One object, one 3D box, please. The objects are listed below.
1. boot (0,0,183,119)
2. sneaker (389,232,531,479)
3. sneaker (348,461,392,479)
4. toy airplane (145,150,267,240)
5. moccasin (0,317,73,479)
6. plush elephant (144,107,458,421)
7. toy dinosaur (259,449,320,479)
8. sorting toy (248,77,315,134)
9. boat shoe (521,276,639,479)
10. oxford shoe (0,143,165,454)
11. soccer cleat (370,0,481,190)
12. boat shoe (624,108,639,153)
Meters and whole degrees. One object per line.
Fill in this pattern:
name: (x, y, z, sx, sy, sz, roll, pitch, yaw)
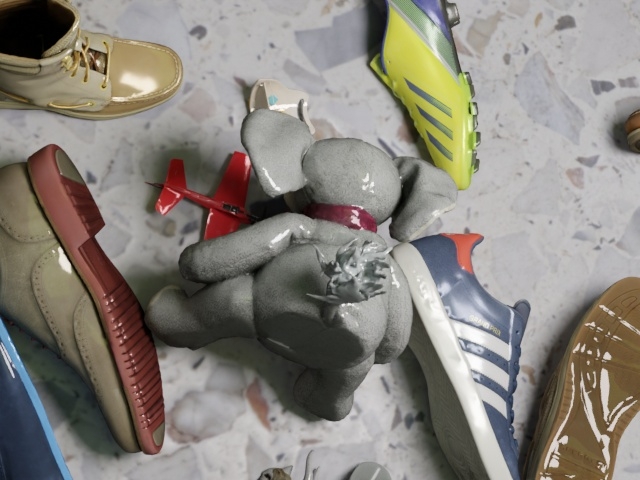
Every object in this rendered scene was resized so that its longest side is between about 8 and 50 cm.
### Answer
boot: (-0.258, -0.199, 1.219, 0.262, 0.203, 0.095, 1, 81, -19)
sneaker: (0.200, 0.151, 1.370, 0.148, 0.131, 0.350, -19, 88, -18)
sneaker: (0.051, 0.324, 1.317, 0.054, 0.061, 0.152, 11, 45, -6)
toy airplane: (-0.129, -0.046, 1.337, 0.151, 0.028, 0.151, 3, 81, -20)
moccasin: (-0.345, 0.174, 1.162, 0.117, 0.138, 0.342, -24, 89, -18)
plush elephant: (0.000, 0.000, 1.252, 0.272, 0.330, 0.255, 25, 55, -15)
toy dinosaur: (-0.018, 0.405, 1.253, 0.160, 0.121, 0.313, -20, 84, -11)
sorting toy: (-0.043, -0.150, 1.383, 0.075, 0.045, 0.083, -7, 83, -29)
boat shoe: (0.328, 0.199, 1.424, 0.122, 0.110, 0.341, 31, 71, -2)
oxford shoe: (-0.269, 0.079, 1.237, 0.130, 0.123, 0.348, -22, 90, 4)
soccer cleat: (0.129, -0.199, 1.444, 0.121, 0.093, 0.289, -12, 89, 9)
boat shoe: (0.528, -0.186, 1.573, 0.307, 0.111, 0.104, -8, 80, -31)
